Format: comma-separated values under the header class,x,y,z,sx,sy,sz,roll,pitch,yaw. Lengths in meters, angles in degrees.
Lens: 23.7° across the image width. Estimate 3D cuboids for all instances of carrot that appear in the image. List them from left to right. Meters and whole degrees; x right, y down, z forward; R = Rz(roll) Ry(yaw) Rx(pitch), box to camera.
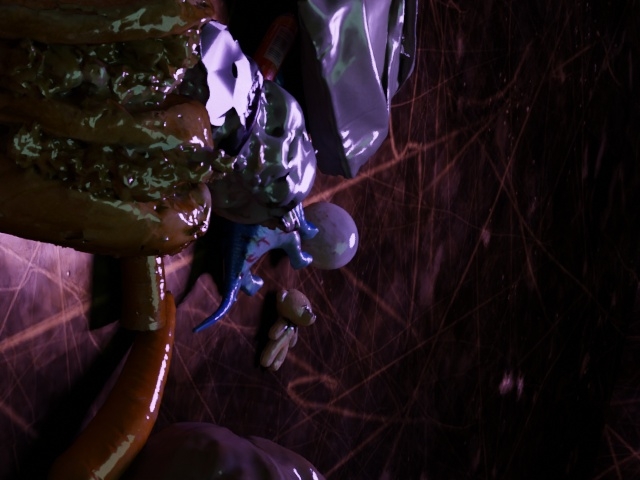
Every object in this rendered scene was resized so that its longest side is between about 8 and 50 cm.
class,x,y,z,sx,sy,sz,roll,pitch,yaw
carrot,-0.182,0.155,1.452,0.062,0.066,0.271,41,55,-16
carrot,-0.171,0.015,1.462,0.048,0.048,0.139,-23,115,-62

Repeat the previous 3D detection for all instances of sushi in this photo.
class,x,y,z,sx,sy,sz,roll,pitch,yaw
sushi,-0.102,-0.120,1.462,0.332,0.130,0.124,50,53,-57

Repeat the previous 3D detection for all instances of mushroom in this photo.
class,x,y,z,sx,sy,sz,roll,pitch,yaw
mushroom,0.000,0.000,1.805,0.079,0.085,0.085,-46,-169,51

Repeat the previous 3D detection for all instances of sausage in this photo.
class,x,y,z,sx,sy,sz,roll,pitch,yaw
sausage,-0.054,-0.201,1.653,0.129,0.034,0.034,-66,151,-31

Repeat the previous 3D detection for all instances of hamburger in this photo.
class,x,y,z,sx,sy,sz,roll,pitch,yaw
hamburger,-0.184,-0.101,1.144,0.245,0.260,0.211,-28,127,-69

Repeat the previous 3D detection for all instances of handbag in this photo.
class,x,y,z,sx,sy,sz,roll,pitch,yaw
handbag,0.052,-0.241,1.772,0.316,0.109,0.253,-63,155,-49

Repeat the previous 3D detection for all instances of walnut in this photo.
class,x,y,z,sx,sy,sz,roll,pitch,yaw
walnut,-0.108,0.314,1.474,0.273,0.227,0.273,-25,118,-61

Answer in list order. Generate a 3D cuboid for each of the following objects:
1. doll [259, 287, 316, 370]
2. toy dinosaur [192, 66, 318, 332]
class,x,y,z,sx,sy,sz,roll,pitch,yaw
doll,-0.044,0.103,1.783,0.093,0.051,0.061,-50,154,3
toy dinosaur,-0.057,-0.020,1.661,0.144,0.076,0.329,48,52,-51
